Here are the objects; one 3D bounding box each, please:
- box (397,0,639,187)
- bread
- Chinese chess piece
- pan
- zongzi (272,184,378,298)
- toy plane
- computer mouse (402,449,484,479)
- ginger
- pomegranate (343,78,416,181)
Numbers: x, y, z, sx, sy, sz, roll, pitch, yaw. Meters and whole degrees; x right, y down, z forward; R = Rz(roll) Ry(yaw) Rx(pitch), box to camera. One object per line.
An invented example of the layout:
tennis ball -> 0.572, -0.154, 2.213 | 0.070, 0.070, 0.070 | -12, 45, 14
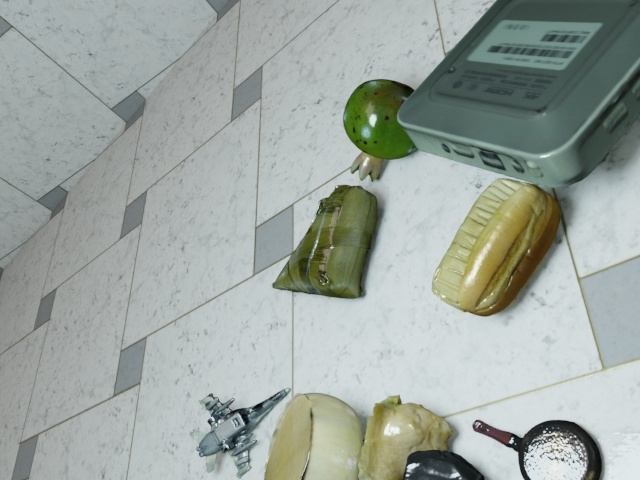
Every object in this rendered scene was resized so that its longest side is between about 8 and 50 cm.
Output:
box -> 0.370, -0.285, 1.084 | 0.396, 0.111, 0.396 | -48, 35, -10
bread -> 0.290, 0.017, 1.031 | 0.106, 0.140, 0.236 | 37, 99, 50
Chinese chess piece -> -0.021, 0.397, 1.118 | 0.257, 0.104, 0.257 | -161, 90, -75
pan -> 0.300, 0.298, 0.924 | 0.212, 0.040, 0.114 | 13, 72, 52
zongzi -> 0.000, 0.000, 1.403 | 0.274, 0.125, 0.250 | -2, 67, 55
toy plane -> -0.174, 0.394, 1.382 | 0.262, 0.088, 0.192 | -42, 68, 20
computer mouse -> 0.171, 0.424, 0.953 | 0.122, 0.073, 0.217 | 11, 83, 20
ginger -> 0.138, 0.357, 1.037 | 0.123, 0.115, 0.193 | 14, 102, 22
pomegranate -> 0.130, -0.232, 1.367 | 0.187, 0.187, 0.225 | -120, 40, -49
